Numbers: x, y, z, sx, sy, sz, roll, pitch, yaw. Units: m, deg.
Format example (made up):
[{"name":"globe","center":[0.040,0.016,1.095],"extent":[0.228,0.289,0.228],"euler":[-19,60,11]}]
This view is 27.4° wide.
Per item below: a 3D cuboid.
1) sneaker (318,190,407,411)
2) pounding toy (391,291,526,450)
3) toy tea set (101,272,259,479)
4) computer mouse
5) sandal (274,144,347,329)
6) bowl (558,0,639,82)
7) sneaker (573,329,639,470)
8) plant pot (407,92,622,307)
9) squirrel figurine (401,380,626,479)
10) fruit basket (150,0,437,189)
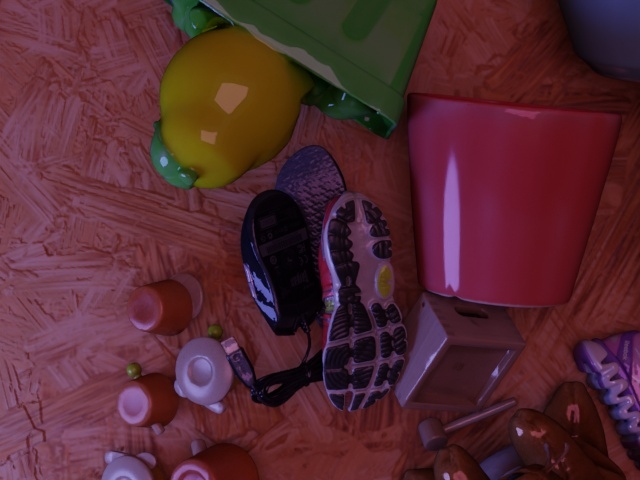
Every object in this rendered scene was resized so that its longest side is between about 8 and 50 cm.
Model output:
[{"name":"sneaker","center":[0.046,0.074,1.656],"extent":[0.107,0.118,0.279],"euler":[-1,100,-12]},{"name":"pounding toy","center":[0.171,0.172,1.701],"extent":[0.181,0.094,0.206],"euler":[7,128,-32]},{"name":"toy tea set","center":[-0.167,0.213,1.707],"extent":[0.200,0.124,0.336],"euler":[6,92,28]},{"name":"computer mouse","center":[-0.072,0.079,1.656],"extent":[0.184,0.060,0.262],"euler":[-30,105,-39]},{"name":"sandal","center":[-0.001,0.001,1.735],"extent":[0.097,0.054,0.255],"euler":[-10,98,5]},{"name":"bowl","center":[0.435,-0.294,1.652],"extent":[0.311,0.311,0.163],"euler":[-3,109,-2]},{"name":"sneaker","center":[0.432,0.217,1.718],"extent":[0.104,0.095,0.236],"euler":[-28,88,-10]},{"name":"plant pot","center":[0.231,-0.053,1.645],"extent":[0.274,0.275,0.243],"euler":[5,97,-1]},{"name":"squirrel figurine","center":[0.289,0.397,1.564],"extent":[0.281,0.370,0.397],"euler":[-22,90,-2]},{"name":"fruit basket","center":[-0.074,-0.214,1.618],"extent":[0.392,0.283,0.392],"euler":[0,89,0]}]
